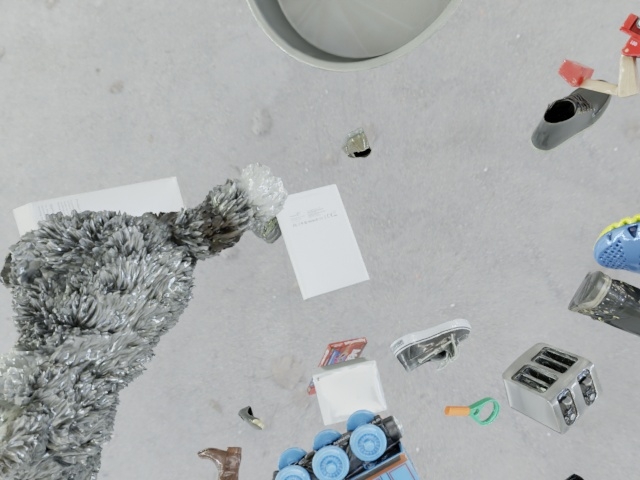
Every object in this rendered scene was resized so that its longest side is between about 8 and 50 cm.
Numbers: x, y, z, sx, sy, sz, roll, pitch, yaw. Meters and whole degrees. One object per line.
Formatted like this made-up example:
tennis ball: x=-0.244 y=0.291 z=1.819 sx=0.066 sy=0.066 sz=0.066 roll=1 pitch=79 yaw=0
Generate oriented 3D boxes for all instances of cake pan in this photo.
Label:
cake pan: x=0.043 y=-0.339 z=0.579 sx=0.293 sy=0.054 sz=0.293 roll=4 pitch=101 yaw=23

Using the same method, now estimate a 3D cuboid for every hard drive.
hard drive: x=0.000 y=0.000 z=1.512 sx=0.203 sy=0.040 sz=0.307 roll=-15 pitch=78 yaw=-16

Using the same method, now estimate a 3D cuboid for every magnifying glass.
magnifying glass: x=0.472 y=0.529 z=1.590 sx=0.231 sy=0.026 sz=0.092 roll=13 pitch=99 yaw=-31

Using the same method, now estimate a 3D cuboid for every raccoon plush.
raccoon plush: x=-0.227 y=0.092 z=0.614 sx=0.446 sy=0.216 sz=0.299 roll=-36 pitch=46 yaw=12

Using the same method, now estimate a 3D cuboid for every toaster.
toaster: x=0.553 y=0.350 z=1.249 sx=0.168 sy=0.185 sz=0.110 roll=-31 pitch=113 yaw=-22

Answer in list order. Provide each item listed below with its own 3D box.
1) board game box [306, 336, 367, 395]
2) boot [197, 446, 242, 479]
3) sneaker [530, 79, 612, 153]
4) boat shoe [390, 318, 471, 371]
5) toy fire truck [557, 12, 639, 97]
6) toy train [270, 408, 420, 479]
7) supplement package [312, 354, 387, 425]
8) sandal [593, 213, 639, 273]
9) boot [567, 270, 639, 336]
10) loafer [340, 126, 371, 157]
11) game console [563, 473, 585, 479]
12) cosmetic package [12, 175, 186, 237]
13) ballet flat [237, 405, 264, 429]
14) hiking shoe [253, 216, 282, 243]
board game box: x=0.055 y=0.443 z=1.800 sx=0.145 sy=0.281 sz=0.027 roll=-6 pitch=46 yaw=-29
boot: x=-0.207 y=0.476 z=1.026 sx=0.106 sy=0.037 sz=0.114 roll=-14 pitch=56 yaw=21
sneaker: x=0.556 y=-0.286 z=1.104 sx=0.222 sy=0.118 sz=0.083 roll=-42 pitch=70 yaw=-5
boat shoe: x=0.333 y=0.298 z=1.438 sx=0.113 sy=0.306 sz=0.105 roll=-50 pitch=57 yaw=35
toy fire truck: x=0.498 y=-0.280 z=0.818 sx=0.192 sy=0.047 sz=0.135 roll=48 pitch=130 yaw=32
toy train: x=0.026 y=0.281 z=0.608 sx=0.184 sy=0.080 sz=0.105 roll=-29 pitch=90 yaw=-1
supplement package: x=0.083 y=0.453 z=1.578 sx=0.194 sy=0.203 sz=0.149 roll=-13 pitch=82 yaw=-3
sandal: x=0.623 y=0.033 z=0.862 sx=0.317 sy=0.126 sz=0.138 roll=0 pitch=55 yaw=49
boot: x=0.547 y=0.129 z=0.911 sx=0.178 sy=0.236 sz=0.085 roll=29 pitch=93 yaw=22
loafer: x=0.130 y=-0.328 z=1.841 sx=0.094 sy=0.251 sz=0.087 roll=-25 pitch=86 yaw=3
game console: x=0.608 y=0.753 z=1.283 sx=0.213 sy=0.044 sz=0.361 roll=45 pitch=129 yaw=24
cosmetic package: x=-0.528 y=-0.031 z=1.288 sx=0.155 sy=0.365 sz=0.197 roll=-5 pitch=99 yaw=46
ballet flat: x=-0.220 y=0.565 z=1.649 sx=0.049 sy=0.173 sz=0.057 roll=-45 pitch=108 yaw=-22
hiking shoe: x=-0.192 y=-0.058 z=1.664 sx=0.114 sy=0.227 sz=0.086 roll=46 pitch=71 yaw=-25
